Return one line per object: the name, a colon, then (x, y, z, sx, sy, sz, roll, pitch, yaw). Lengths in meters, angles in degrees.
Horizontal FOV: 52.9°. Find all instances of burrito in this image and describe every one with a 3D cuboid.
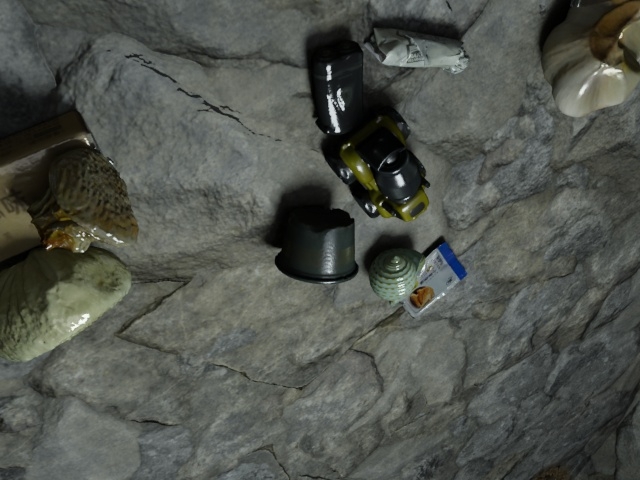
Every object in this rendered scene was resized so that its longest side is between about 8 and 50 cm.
burrito: (0.172, -0.319, 1.087, 0.203, 0.064, 0.064, -1, 125, -32)

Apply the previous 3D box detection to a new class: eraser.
eraser: (-0.457, -0.044, 0.878, 0.343, 0.078, 0.144, -27, 133, -13)

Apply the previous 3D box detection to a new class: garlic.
garlic: (0.524, -0.364, 1.210, 0.203, 0.185, 0.281, 18, 92, -56)

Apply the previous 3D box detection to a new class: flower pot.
flower pot: (0.000, 0.000, 1.175, 0.157, 0.157, 0.106, -6, 117, -30)

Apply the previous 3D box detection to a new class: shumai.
shumai: (-0.320, -0.041, 0.848, 0.116, 0.145, 0.145, -29, 140, 21)

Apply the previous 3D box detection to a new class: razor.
razor: (0.030, -0.247, 1.053, 0.090, 0.054, 0.148, -22, 135, -17)

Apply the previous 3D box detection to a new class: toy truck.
toy truck: (0.126, -0.114, 1.145, 0.147, 0.165, 0.224, -39, 137, -1)

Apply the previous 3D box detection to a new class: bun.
bun: (-0.398, 0.074, 0.948, 0.220, 0.220, 0.134, -31, 106, -9)

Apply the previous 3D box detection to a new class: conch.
conch: (0.161, 0.067, 1.362, 0.135, 0.102, 0.153, -38, 171, -17)

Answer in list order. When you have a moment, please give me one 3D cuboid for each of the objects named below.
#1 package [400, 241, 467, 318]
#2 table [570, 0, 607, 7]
package: (0.251, 0.095, 1.497, 0.173, 0.027, 0.171, -40, 137, 5)
table: (0.422, -0.493, 0.975, 0.282, 0.250, 0.196, -18, 133, -22)
